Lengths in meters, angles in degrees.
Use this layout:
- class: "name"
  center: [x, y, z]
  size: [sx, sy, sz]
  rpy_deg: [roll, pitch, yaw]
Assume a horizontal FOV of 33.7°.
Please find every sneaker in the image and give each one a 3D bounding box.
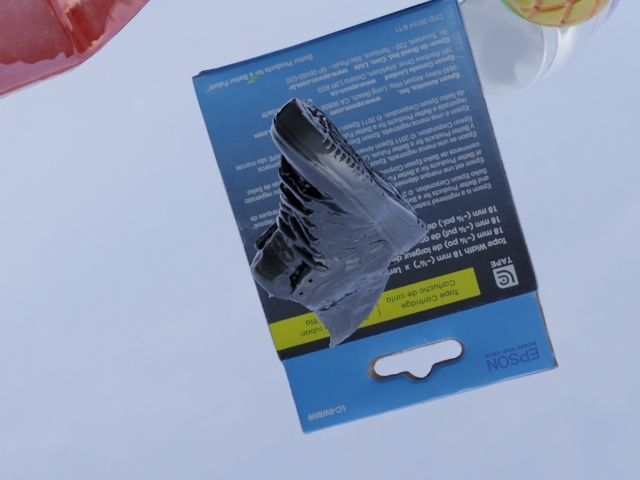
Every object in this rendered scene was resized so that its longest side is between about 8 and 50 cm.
- class: "sneaker"
  center: [-0.001, -0.002, 0.533]
  size: [0.089, 0.170, 0.051]
  rpy_deg: [-38, -121, 10]

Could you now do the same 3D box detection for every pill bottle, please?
- class: "pill bottle"
  center: [0.278, -0.301, 1.373]
  size: [0.160, 0.160, 0.283]
  rpy_deg: [13, -144, 29]

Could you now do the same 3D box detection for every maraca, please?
- class: "maraca"
  center: [0.238, -0.291, 1.123]
  size: [0.127, 0.185, 0.099]
  rpy_deg: [-51, -146, 35]

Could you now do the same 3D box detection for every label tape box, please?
- class: "label tape box"
  center: [0.052, -0.023, 0.959]
  size: [0.240, 0.334, 0.106]
  rpy_deg: [-16, -174, 7]

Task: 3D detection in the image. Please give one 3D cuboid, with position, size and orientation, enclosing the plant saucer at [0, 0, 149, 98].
- class: "plant saucer"
  center: [-0.021, -0.111, 0.181]
  size: [0.259, 0.048, 0.258]
  rpy_deg: [-39, -173, 19]
